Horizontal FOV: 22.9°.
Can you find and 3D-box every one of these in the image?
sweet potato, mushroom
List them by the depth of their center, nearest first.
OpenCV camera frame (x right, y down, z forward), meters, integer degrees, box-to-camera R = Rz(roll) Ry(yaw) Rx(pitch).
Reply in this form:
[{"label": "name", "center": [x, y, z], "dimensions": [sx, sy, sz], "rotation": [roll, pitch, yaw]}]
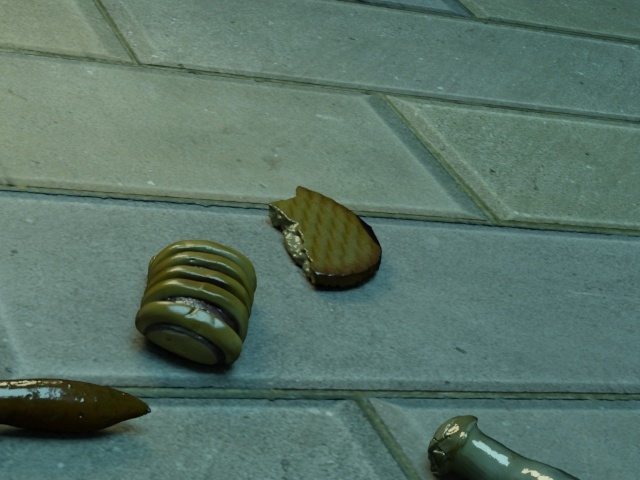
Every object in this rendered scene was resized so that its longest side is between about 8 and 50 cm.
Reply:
[{"label": "sweet potato", "center": [-0.296, 0.164, 1.589], "dimensions": [0.264, 0.057, 0.057], "rotation": [7, 28, -26]}, {"label": "mushroom", "center": [0.216, 0.263, 1.709], "dimensions": [0.223, 0.081, 0.092], "rotation": [32, 9, 31]}]

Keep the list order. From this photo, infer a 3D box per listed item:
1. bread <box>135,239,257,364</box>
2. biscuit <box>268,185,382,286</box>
[{"label": "bread", "center": [-0.142, 0.063, 1.861], "dimensions": [0.134, 0.081, 0.225], "rotation": [14, 27, -6]}, {"label": "biscuit", "center": [0.000, 0.001, 2.135], "dimensions": [0.176, 0.031, 0.228], "rotation": [22, 28, 8]}]
